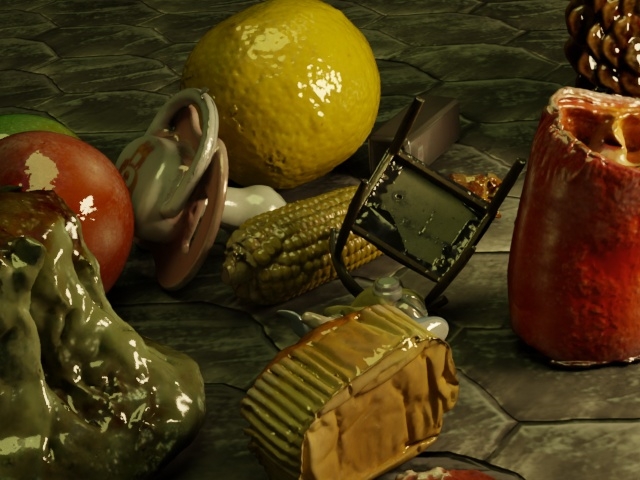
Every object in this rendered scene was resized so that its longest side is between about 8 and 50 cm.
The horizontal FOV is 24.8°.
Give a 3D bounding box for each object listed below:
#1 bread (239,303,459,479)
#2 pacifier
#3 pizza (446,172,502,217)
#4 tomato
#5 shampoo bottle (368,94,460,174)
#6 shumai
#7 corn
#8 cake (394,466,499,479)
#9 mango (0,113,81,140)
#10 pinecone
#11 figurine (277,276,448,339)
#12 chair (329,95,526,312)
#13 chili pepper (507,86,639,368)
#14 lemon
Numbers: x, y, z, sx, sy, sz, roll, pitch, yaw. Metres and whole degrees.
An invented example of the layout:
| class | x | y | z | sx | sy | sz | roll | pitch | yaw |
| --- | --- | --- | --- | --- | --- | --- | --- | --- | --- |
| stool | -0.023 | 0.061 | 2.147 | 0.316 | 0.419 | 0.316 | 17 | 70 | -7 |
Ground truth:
| class | x | y | z | sx | sy | sz | roll | pitch | yaw |
| --- | --- | --- | --- | --- | --- | --- | --- | --- | --- |
| bread | 0.032 | 0.177 | 1.614 | 0.250 | 0.179 | 0.133 | -33 | 45 | -28 |
| pacifier | -0.188 | -0.062 | 2.125 | 0.220 | 0.273 | 0.332 | -36 | 32 | -3 |
| pizza | 0.216 | -0.064 | 2.210 | 0.154 | 0.069 | 0.194 | 18 | 35 | 40 |
| tomato | -0.379 | -0.019 | 2.003 | 0.264 | 0.265 | 0.265 | -4 | 25 | 2 |
| shampoo bottle | 0.167 | -0.180 | 2.449 | 0.079 | 0.080 | 0.246 | 10 | 29 | 27 |
| shumai | -0.338 | 0.113 | 1.646 | 0.397 | 0.324 | 0.324 | -15 | 26 | -19 |
| corn | 0.000 | 0.000 | 2.054 | 0.346 | 0.130 | 0.130 | -19 | 29 | -37 |
| cake | 0.144 | 0.316 | 1.336 | 0.177 | 0.151 | 0.283 | -29 | 30 | -34 |
| mango | -0.528 | -0.078 | 2.200 | 0.381 | 0.201 | 0.225 | -10 | 0 | -8 |
| pinecone | 0.591 | -0.323 | 2.363 | 0.397 | 0.398 | 0.398 | -4 | 25 | 2 |
| figurine | 0.055 | 0.116 | 1.802 | 0.208 | 0.128 | 0.184 | -3 | 23 | 14 |
| chair | 0.126 | -0.030 | 1.883 | 0.188 | 0.272 | 0.166 | 32 | 61 | 4 |
| chili pepper | 0.368 | -0.016 | 1.825 | 0.251 | 0.305 | 0.229 | 5 | 31 | -4 |
| lemon | -0.063 | -0.237 | 2.346 | 0.336 | 0.336 | 0.336 | -4 | 25 | 2 |
